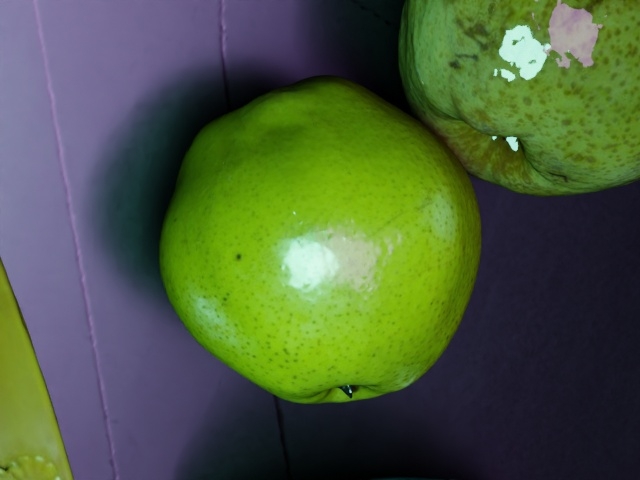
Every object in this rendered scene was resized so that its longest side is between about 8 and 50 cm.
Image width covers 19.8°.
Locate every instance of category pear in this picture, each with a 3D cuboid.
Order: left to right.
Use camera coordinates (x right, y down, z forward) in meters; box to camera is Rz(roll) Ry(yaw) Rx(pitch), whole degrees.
[{"bbox_3d":[0.001,0.000,1.104,0.198,0.198,0.198,-4,101,-22],"label":"pear"},{"bbox_3d":[0.153,-0.128,1.145,0.228,0.188,0.211,45,79,-25],"label":"pear"}]

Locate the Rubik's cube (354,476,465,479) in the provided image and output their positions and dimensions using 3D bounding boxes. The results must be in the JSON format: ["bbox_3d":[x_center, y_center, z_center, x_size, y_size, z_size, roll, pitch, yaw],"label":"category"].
[{"bbox_3d":[0.028,0.204,1.140,0.254,0.254,0.254,-4,101,-22],"label":"Rubik's cube"}]

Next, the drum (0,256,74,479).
[{"bbox_3d":[-0.257,0.147,0.905,0.214,0.431,0.431,-15,105,-19],"label":"drum"}]
